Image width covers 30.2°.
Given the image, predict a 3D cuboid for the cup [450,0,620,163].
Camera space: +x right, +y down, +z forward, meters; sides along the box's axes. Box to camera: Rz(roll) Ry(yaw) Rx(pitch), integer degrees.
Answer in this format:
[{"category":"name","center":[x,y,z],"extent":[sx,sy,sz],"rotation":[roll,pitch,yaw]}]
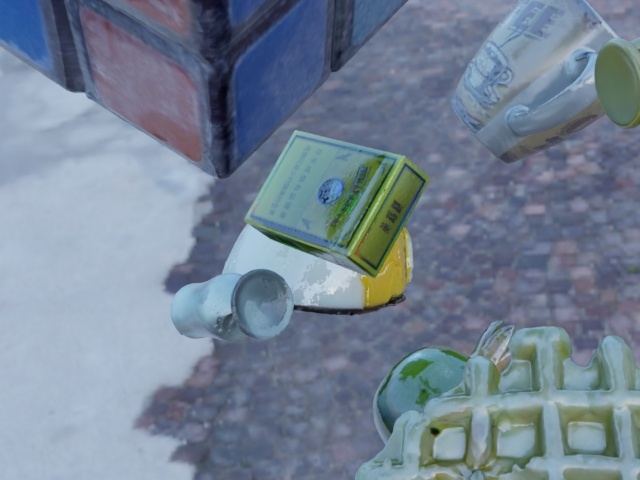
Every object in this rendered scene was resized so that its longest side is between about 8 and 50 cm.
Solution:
[{"category":"cup","center":[0.338,-0.229,1.764],"extent":[0.257,0.227,0.301],"rotation":[-46,15,16]}]

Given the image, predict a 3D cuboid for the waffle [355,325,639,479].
[{"category":"waffle","center":[0.164,0.213,0.764],"extent":[0.292,0.056,0.309],"rotation":[-43,66,-3]}]

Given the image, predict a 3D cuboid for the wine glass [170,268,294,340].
[{"category":"wine glass","center":[-0.139,0.101,1.769],"extent":[0.103,0.103,0.231],"rotation":[-26,7,-31]}]

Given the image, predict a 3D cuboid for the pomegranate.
[{"category":"pomegranate","center":[0.174,0.198,1.490],"extent":[0.225,0.187,0.187],"rotation":[-48,39,-10]}]

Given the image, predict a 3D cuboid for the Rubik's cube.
[{"category":"Rubik's cube","center":[-0.089,-0.312,0.683],"extent":[0.358,0.362,0.363],"rotation":[35,62,18]}]

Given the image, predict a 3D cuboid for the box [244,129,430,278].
[{"category":"box","center":[0.017,-0.049,1.459],"extent":[0.220,0.064,0.141],"rotation":[21,78,49]}]

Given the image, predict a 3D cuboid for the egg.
[{"category":"egg","center":[0.000,0.000,2.013],"extent":[0.337,0.201,0.337],"rotation":[6,7,-1]}]

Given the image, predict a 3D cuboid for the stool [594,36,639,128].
[{"category":"stool","center":[0.406,-0.199,1.438],"extent":[0.110,0.134,0.135],"rotation":[-15,58,-15]}]
